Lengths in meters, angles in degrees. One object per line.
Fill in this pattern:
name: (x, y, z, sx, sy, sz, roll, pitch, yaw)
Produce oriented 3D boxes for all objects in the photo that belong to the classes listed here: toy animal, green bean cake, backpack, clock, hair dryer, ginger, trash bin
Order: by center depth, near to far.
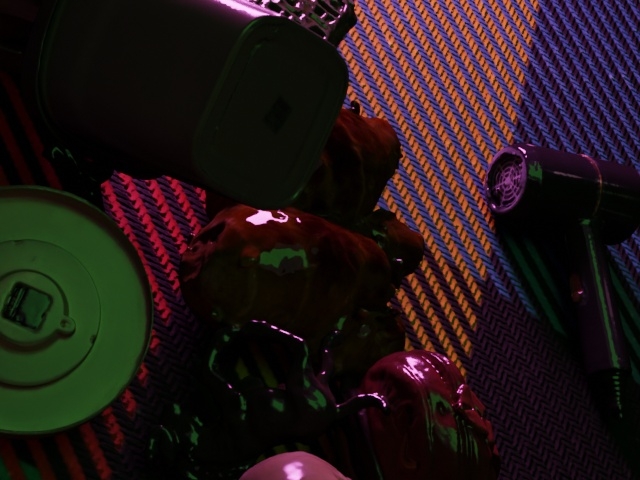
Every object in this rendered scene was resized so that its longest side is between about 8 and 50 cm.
clock: (-0.266, 0.062, 1.578, 0.235, 0.029, 0.235, 4, 73, -13)
toy animal: (-0.257, 0.023, 1.652, 0.117, 0.121, 0.210, 9, 57, -11)
toy animal: (-0.053, 0.155, 1.655, 0.233, 0.084, 0.148, -11, 64, 0)
trash bin: (-0.125, -0.154, 1.683, 0.250, 0.219, 0.220, 24, 1, 41)
backpack: (0.096, 0.209, 1.694, 0.139, 0.229, 0.229, -6, 60, -20)
ginger: (0.000, -0.010, 1.839, 0.274, 0.152, 0.357, 29, 46, -19)
green bean cake: (-0.059, -0.262, 2.033, 0.173, 0.094, 0.181, 41, 40, -4)
hair dryer: (0.312, 0.051, 2.098, 0.189, 0.107, 0.352, 10, 58, -31)

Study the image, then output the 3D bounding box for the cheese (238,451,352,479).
cheese: (-0.007, 0.308, 1.555, 0.218, 0.117, 0.235, 0, 92, -28)

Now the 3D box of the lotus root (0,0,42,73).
lotus root: (-0.307, -0.267, 1.800, 0.314, 0.142, 0.210, 15, 49, -33)
